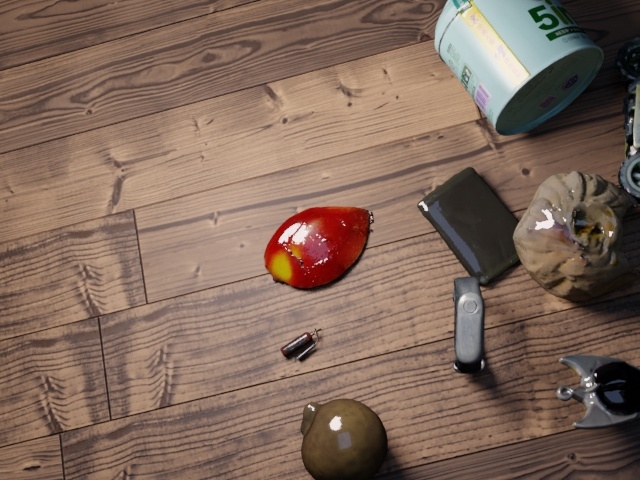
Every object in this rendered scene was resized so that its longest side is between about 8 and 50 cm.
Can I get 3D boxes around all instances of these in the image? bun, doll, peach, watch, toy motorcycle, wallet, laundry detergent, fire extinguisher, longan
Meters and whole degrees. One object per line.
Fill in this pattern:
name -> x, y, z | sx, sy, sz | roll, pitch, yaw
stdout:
bun -> 0.538, -0.011, 1.838 | 0.282, 0.205, 0.281 | -3, 79, 14
doll -> 0.636, 0.299, 1.781 | 0.317, 0.103, 0.145 | -4, 85, -1
peach -> -0.002, 0.000, 2.010 | 0.279, 0.068, 0.189 | -34, 71, -4
watch -> 0.309, 0.179, 1.836 | 0.068, 0.193, 0.206 | -2, 90, 8
toy motorcycle -> 0.773, -0.269, 1.930 | 0.237, 0.168, 0.409 | 1, 71, 8
wallet -> 0.349, -0.032, 1.977 | 0.169, 0.052, 0.245 | -33, 76, -9
laundry detergent -> 0.430, -0.442, 1.982 | 0.287, 0.287, 0.305 | -31, 69, -3
fire extinguisher -> -0.037, 0.233, 1.949 | 0.100, 0.032, 0.046 | -32, 58, 3
longan -> 0.038, 0.412, 1.805 | 0.204, 0.159, 0.185 | 41, 89, 26
